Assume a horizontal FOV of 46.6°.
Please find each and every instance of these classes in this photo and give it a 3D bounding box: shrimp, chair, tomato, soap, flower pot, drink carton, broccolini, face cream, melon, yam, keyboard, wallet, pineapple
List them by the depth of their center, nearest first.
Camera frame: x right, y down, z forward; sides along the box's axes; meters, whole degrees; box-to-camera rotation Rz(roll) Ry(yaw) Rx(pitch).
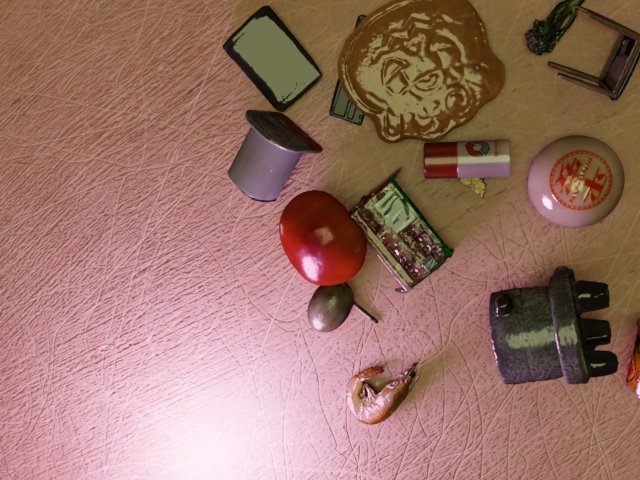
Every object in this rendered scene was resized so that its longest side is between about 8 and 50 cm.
[{"bbox_3d":[0.702,-0.422,1.747,0.272,0.188,0.166,20,114,0],"label":"chair"},{"bbox_3d":[0.588,-0.544,1.838,0.202,0.068,0.091,-45,101,-1],"label":"broccolini"},{"bbox_3d":[0.576,0.207,1.841,0.283,0.299,0.298,-9,97,21],"label":"flower pot"},{"bbox_3d":[0.373,-0.206,1.898,0.214,0.096,0.095,-1,98,11],"label":"face cream"},{"bbox_3d":[-0.003,-0.003,1.927,0.180,0.260,0.259,-30,92,-20],"label":"tomato"},{"bbox_3d":[0.404,-0.151,1.941,0.083,0.019,0.045,35,109,3],"label":"pineapple"},{"bbox_3d":[-0.143,-0.221,1.951,0.185,0.191,0.189,48,119,21],"label":"drink carton"},{"bbox_3d":[0.210,-0.021,1.957,0.218,0.098,0.273,-39,90,14],"label":"soap"},{"bbox_3d":[0.089,-0.395,1.959,0.104,0.041,0.380,19,95,8],"label":"keyboard"},{"bbox_3d":[-0.126,-0.480,1.979,0.169,0.052,0.245,-38,95,14],"label":"wallet"},{"bbox_3d":[0.028,0.173,2.014,0.114,0.114,0.167,28,109,6],"label":"melon"},{"bbox_3d":[0.172,0.409,2.051,0.249,0.068,0.150,-39,85,19],"label":"shrimp"},{"bbox_3d":[0.117,0.195,2.051,0.107,0.014,0.014,39,104,3],"label":"yam"}]

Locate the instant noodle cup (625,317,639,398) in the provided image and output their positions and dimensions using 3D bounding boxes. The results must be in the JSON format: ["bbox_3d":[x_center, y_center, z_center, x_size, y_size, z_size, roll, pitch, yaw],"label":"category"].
[{"bbox_3d":[0.864,0.308,1.835,0.216,0.216,0.172,15,110,8],"label":"instant noodle cup"}]

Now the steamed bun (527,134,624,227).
[{"bbox_3d":[0.632,-0.143,1.832,0.232,0.145,0.231,2,99,11],"label":"steamed bun"}]

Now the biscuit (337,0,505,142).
[{"bbox_3d":[0.250,-0.437,1.886,0.385,0.062,0.365,-29,93,8],"label":"biscuit"}]
